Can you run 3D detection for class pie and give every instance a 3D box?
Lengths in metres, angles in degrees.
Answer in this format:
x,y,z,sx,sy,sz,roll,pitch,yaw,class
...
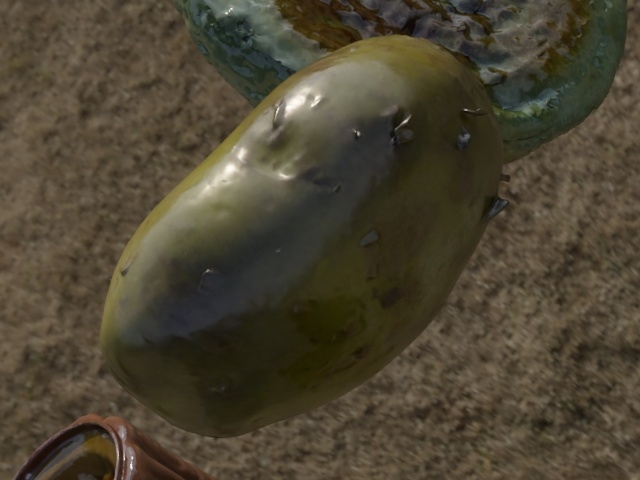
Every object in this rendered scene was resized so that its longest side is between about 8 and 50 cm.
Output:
x,y,z,sx,sy,sz,roll,pitch,yaw,class
0.047,-0.163,0.784,0.067,0.302,0.302,118,146,-53,pie

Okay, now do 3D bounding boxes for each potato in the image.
x,y,z,sx,sy,sz,roll,pitch,yaw,class
0.000,0.000,0.388,0.070,0.091,0.138,32,77,37,potato

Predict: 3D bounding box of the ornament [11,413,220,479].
x,y,z,sx,sy,sz,roll,pitch,yaw,class
-0.126,0.257,1.027,0.221,0.217,0.235,-26,38,35,ornament
